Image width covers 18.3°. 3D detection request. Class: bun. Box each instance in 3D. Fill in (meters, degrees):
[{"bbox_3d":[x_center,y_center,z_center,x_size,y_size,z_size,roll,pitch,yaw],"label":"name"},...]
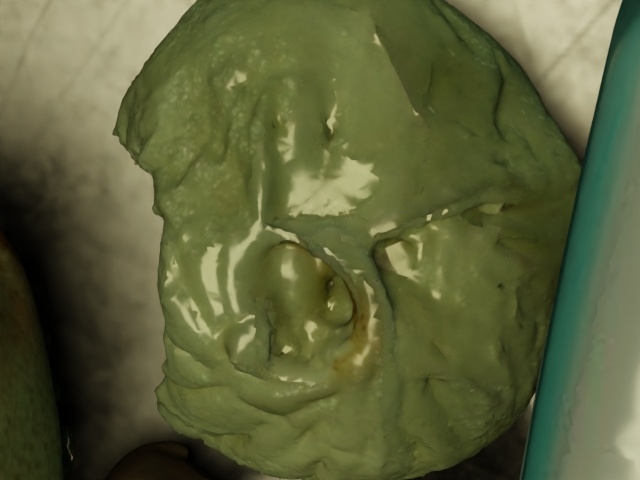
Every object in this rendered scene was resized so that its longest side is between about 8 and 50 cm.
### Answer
[{"bbox_3d":[0.000,0.000,0.778,0.204,0.126,0.212,-40,89,12],"label":"bun"}]

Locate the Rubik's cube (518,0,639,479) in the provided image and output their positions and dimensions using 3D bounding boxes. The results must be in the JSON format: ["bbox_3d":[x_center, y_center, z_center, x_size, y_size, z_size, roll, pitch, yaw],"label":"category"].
[{"bbox_3d":[0.240,0.093,0.630,0.347,0.351,0.352,10,103,10],"label":"Rubik's cube"}]

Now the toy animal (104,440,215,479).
[{"bbox_3d":[-0.095,0.187,0.852,0.186,0.094,0.214,15,94,4],"label":"toy animal"}]

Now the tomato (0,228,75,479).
[{"bbox_3d":[-0.226,0.090,0.756,0.239,0.303,0.303,-5,98,9],"label":"tomato"}]
